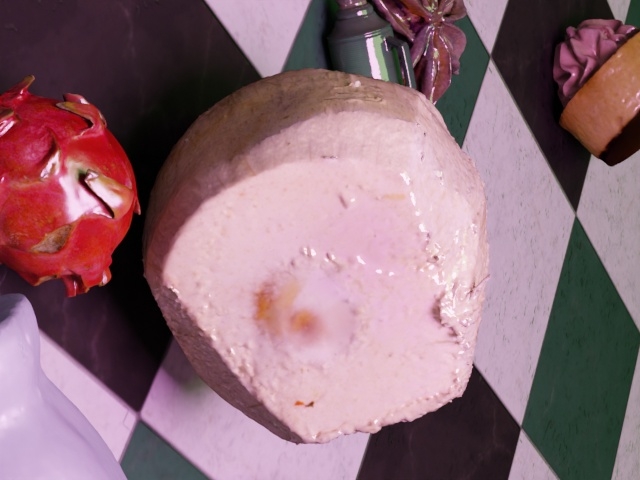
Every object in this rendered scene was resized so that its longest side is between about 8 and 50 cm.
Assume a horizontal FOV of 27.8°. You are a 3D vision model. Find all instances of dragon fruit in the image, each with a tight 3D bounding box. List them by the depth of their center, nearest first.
[{"bbox_3d":[-0.188,-0.034,0.914,0.166,0.133,0.136,67,32,-29],"label":"dragon fruit"}]

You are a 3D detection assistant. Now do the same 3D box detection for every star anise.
[{"bbox_3d":[0.112,-0.252,1.435,0.197,0.073,0.212,-43,128,-45],"label":"star anise"}]

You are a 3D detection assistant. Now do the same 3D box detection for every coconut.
[{"bbox_3d":[0.000,0.000,1.072,0.254,0.297,0.297,-84,161,-69],"label":"coconut"}]

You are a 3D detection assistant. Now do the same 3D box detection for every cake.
[{"bbox_3d":[0.407,-0.227,1.829,0.185,0.178,0.208,-43,158,2],"label":"cake"}]

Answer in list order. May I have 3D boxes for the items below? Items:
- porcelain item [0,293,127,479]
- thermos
[{"bbox_3d":[-0.207,0.246,0.789,0.178,0.243,0.405,-56,134,-68],"label":"porcelain item"},{"bbox_3d":[0.052,-0.161,1.336,0.073,0.083,0.187,-17,108,-12],"label":"thermos"}]
